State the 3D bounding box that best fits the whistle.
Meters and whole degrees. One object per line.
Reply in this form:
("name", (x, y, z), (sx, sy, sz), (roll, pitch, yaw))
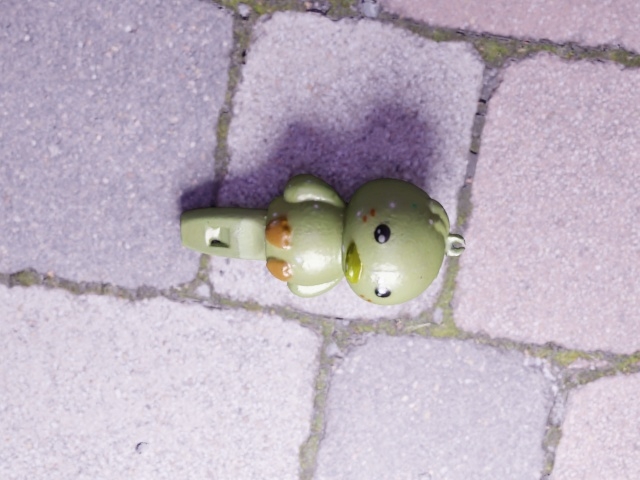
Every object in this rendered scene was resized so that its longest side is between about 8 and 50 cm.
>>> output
("whistle", (0.002, 0.005, 1.719), (0.294, 0.141, 0.141), (-3, 106, -1))
